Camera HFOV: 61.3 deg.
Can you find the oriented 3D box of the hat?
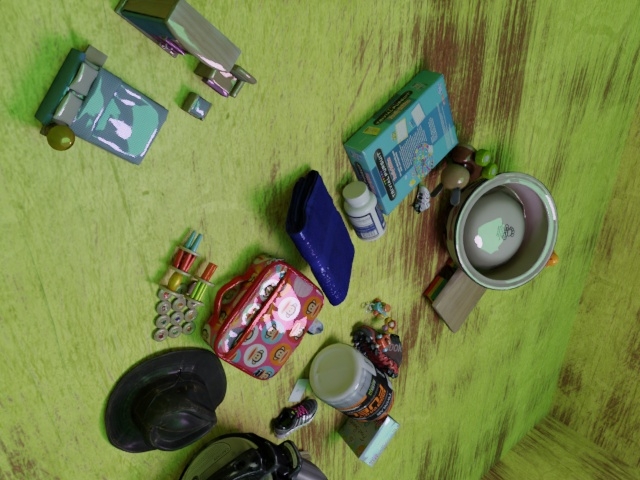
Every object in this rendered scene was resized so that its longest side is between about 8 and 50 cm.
[{"bbox_3d":[-0.345,0.422,1.327,0.332,0.134,0.331,-22,126,-35],"label":"hat"}]

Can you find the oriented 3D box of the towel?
[{"bbox_3d":[0.000,0.000,1.405,0.308,0.076,0.227,61,32,-42],"label":"towel"}]

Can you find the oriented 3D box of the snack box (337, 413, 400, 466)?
[{"bbox_3d":[0.167,0.667,1.909,0.070,0.207,0.174,38,84,-17],"label":"snack box"}]

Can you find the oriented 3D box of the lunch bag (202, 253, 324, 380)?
[{"bbox_3d":[-0.154,0.185,1.380,0.258,0.120,0.293,41,80,-34],"label":"lunch bag"}]

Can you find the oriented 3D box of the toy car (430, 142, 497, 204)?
[{"bbox_3d":[0.433,-0.197,1.700,0.188,0.155,0.149,-58,139,-10],"label":"toy car"}]

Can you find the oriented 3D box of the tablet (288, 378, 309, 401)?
[{"bbox_3d":[-0.069,0.477,1.722,0.054,0.006,0.083,17,99,-48],"label":"tablet"}]

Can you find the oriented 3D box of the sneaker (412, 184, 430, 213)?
[{"bbox_3d":[0.317,-0.124,1.729,0.069,0.038,0.098,-41,135,-21],"label":"sneaker"}]

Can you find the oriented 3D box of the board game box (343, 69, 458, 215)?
[{"bbox_3d":[0.239,-0.276,1.534,0.336,0.079,0.253,-45,137,-16],"label":"board game box"}]

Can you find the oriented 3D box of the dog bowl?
[{"bbox_3d":[0.609,-0.039,1.877,0.409,0.150,0.407,-3,100,-17],"label":"dog bowl"}]

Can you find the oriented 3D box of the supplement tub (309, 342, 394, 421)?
[{"bbox_3d":[0.114,0.473,1.757,0.193,0.194,0.316,-53,138,-7],"label":"supplement tub"}]

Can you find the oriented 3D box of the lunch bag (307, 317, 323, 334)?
[{"bbox_3d":[-0.036,0.238,1.567,0.053,0.071,0.083,-54,139,-8],"label":"lunch bag"}]

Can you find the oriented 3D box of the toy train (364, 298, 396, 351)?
[{"bbox_3d":[0.210,0.274,1.778,0.125,0.046,0.166,-21,91,-52],"label":"toy train"}]

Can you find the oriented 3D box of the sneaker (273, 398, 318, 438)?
[{"bbox_3d":[-0.079,0.556,1.714,0.171,0.063,0.074,-31,138,-22],"label":"sneaker"}]

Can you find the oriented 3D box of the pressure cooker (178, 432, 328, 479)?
[{"bbox_3d":[-0.187,0.722,1.457,0.420,0.376,0.369,47,49,-44],"label":"pressure cooker"}]

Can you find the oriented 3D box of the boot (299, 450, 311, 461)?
[{"bbox_3d":[-0.083,0.802,1.773,0.213,0.165,0.077,-21,127,-33],"label":"boot"}]

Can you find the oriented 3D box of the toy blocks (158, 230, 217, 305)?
[{"bbox_3d":[-0.283,0.062,1.230,0.123,0.054,0.148,31,83,-43],"label":"toy blocks"}]

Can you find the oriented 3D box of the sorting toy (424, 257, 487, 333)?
[{"bbox_3d":[0.520,0.188,2.069,0.257,0.089,0.255,-52,138,-9],"label":"sorting toy"}]

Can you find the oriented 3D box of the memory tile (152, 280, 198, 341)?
[{"bbox_3d":[-0.337,0.168,1.277,0.113,0.012,0.147,-7,116,-42],"label":"memory tile"}]

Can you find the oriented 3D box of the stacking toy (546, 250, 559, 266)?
[{"bbox_3d":[0.763,0.020,2.048,0.166,0.302,0.175,23,95,-48],"label":"stacking toy"}]

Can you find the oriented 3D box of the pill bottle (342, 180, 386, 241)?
[{"bbox_3d":[0.121,-0.084,1.518,0.094,0.094,0.169,-44,137,-17],"label":"pill bottle"}]

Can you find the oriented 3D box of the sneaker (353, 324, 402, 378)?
[{"bbox_3d":[0.206,0.356,1.858,0.276,0.098,0.135,52,56,-36],"label":"sneaker"}]

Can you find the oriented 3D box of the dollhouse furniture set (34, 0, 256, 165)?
[{"bbox_3d":[-0.284,-0.234,0.959,0.286,0.198,0.303,31,90,-48],"label":"dollhouse furniture set"}]
